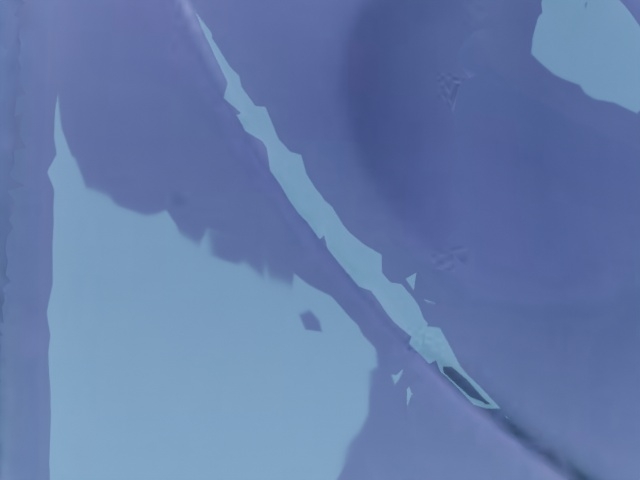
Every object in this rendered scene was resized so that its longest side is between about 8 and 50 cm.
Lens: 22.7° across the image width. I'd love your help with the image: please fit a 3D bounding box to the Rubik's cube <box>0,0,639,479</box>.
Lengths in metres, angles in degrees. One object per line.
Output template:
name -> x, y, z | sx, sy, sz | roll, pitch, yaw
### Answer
Rubik's cube -> 0.000, 0.000, 0.666 | 0.352, 0.351, 0.347 | 9, 73, -22
